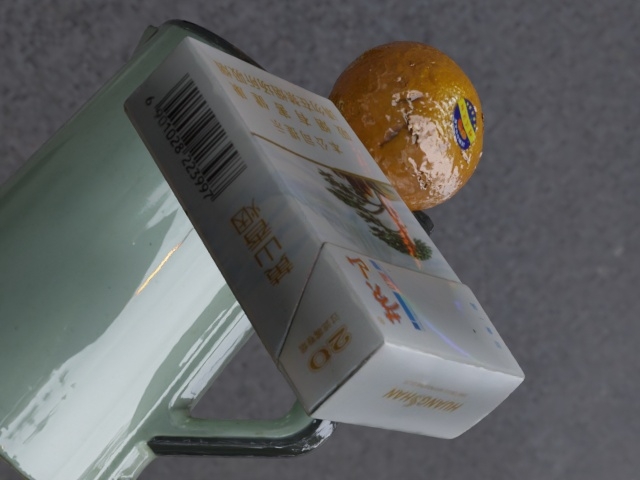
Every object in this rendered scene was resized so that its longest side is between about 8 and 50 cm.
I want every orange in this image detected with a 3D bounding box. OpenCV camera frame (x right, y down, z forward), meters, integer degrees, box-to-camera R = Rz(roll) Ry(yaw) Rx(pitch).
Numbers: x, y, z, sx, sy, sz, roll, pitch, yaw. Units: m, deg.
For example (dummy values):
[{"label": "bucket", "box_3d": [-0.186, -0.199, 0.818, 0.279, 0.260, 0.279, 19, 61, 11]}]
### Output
[{"label": "orange", "box_3d": [0.062, -0.089, 1.306, 0.135, 0.117, 0.135, 4, 90, -65]}]

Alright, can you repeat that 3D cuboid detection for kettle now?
[{"label": "kettle", "box_3d": [-0.128, 0.047, 1.388, 0.377, 0.361, 0.250, -49, 159, -12]}]

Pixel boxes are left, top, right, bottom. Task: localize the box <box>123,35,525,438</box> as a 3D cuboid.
[{"label": "box", "box_3d": [0.000, 0.001, 0.942, 0.067, 0.233, 0.149, -46, 148, 21]}]
